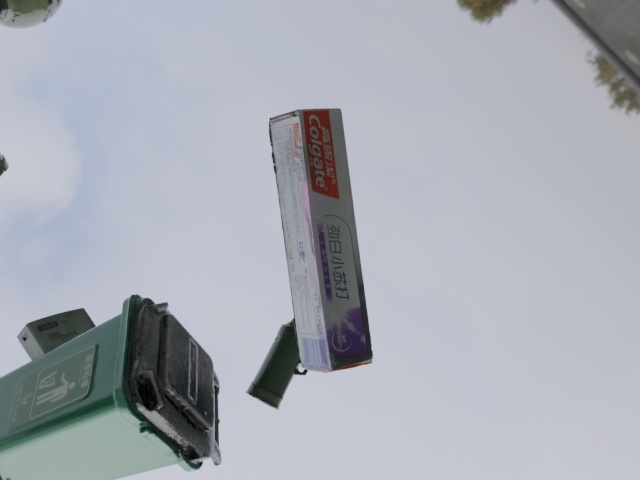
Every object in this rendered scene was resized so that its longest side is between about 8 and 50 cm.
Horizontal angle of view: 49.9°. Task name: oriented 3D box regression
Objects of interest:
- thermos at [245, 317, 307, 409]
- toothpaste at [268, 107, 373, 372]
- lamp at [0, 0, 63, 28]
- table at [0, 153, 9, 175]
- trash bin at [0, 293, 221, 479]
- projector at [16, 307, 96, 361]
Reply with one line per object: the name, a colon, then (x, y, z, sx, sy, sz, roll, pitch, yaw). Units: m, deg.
thermos: (-0.069, 0.233, 1.357, 0.083, 0.188, 0.073, 16, 161, 33)
toothpaste: (0.000, 0.000, 0.524, 0.047, 0.040, 0.197, -9, -87, -30)
lamp: (-0.488, -0.403, 1.133, 0.101, 0.101, 0.250, 37, -155, -10)
table: (-0.430, -0.151, 0.700, 0.126, 0.126, 0.220, -69, -32, -56)
trash bin: (-0.387, 0.307, 1.243, 0.259, 0.380, 0.295, -100, -16, -48)
projector: (-0.515, 0.209, 1.385, 0.115, 0.061, 0.147, 50, -154, 13)
